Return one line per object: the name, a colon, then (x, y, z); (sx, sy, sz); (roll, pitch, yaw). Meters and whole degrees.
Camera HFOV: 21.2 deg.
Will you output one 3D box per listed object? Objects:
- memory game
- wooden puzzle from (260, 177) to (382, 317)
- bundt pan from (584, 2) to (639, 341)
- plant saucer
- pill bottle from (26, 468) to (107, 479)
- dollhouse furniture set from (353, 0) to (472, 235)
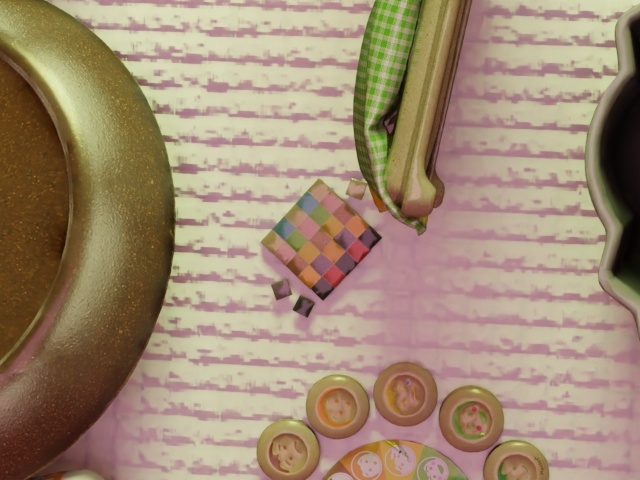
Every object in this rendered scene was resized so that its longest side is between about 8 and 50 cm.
memory game: (0.042, 0.160, 0.962); (0.186, 0.012, 0.186); (0, 93, 7)
wooden puzzle: (0.000, 0.000, 0.963); (0.049, 0.006, 0.083); (44, 97, 3)
bundt pan: (0.296, -0.034, 0.868); (0.330, 0.124, 0.331); (0, 92, 6)
plant saucer: (-0.234, -0.007, 0.929); (0.310, 0.050, 0.311); (-3, 75, 10)
pill bottle: (-0.214, 0.203, 0.940); (0.216, 0.121, 0.121); (-13, 91, 7)
dollhouse furniture set: (0.016, -0.168, 0.858); (0.151, 0.197, 0.302); (13, 93, 5)
